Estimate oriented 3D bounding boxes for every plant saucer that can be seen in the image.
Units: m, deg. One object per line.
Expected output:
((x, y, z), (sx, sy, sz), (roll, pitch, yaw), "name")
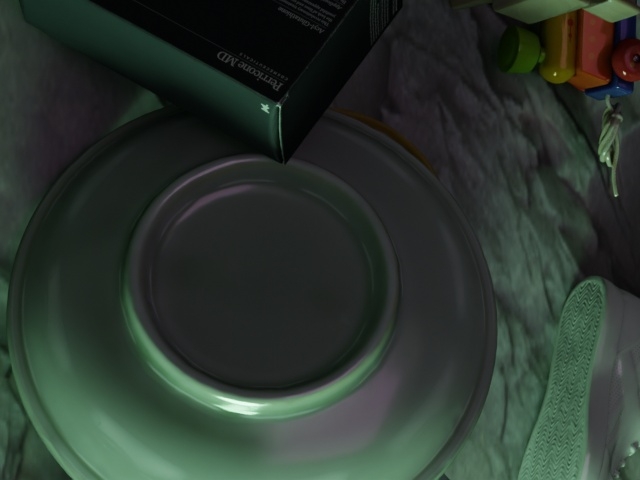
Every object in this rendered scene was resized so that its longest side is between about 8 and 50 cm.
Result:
((-0.049, 0.044, 1.365), (0.401, 0.100, 0.400), (2, 66, -5), "plant saucer")

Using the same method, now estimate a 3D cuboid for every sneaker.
((0.298, 0.199, 1.685), (0.169, 0.108, 0.292), (24, 75, -26), "sneaker")

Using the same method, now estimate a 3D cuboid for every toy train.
((0.236, -0.171, 1.666), (0.143, 0.105, 0.248), (4, 86, -21), "toy train")

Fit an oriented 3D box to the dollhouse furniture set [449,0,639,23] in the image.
((0.238, -0.305, 1.605), (0.303, 0.198, 0.286), (14, 75, -43), "dollhouse furniture set")

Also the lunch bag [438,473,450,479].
((-0.027, 0.257, 1.452), (0.262, 0.160, 0.223), (-46, 108, -20), "lunch bag")

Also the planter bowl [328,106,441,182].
((0.000, 0.000, 1.494), (0.217, 0.090, 0.217), (2, 66, -5), "planter bowl")

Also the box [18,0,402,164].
((-0.090, -0.207, 1.377), (0.261, 0.103, 0.184), (30, 66, 15), "box")
